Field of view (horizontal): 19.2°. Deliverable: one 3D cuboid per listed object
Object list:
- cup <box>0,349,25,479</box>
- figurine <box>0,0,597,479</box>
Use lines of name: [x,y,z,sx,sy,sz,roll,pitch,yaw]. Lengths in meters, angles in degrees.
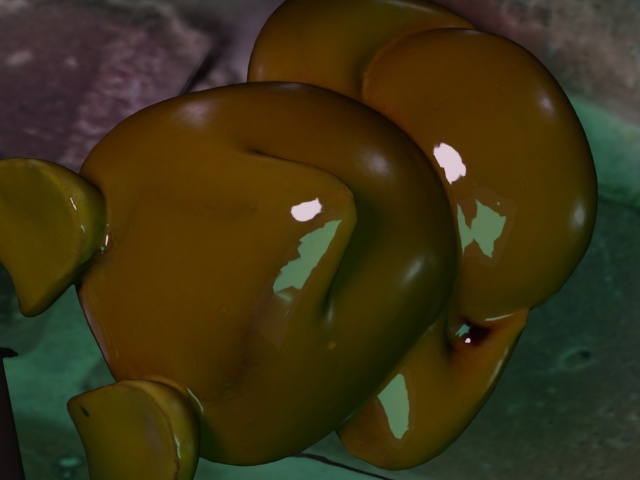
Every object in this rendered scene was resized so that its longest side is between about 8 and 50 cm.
cup: [-0.203,0.056,0.724,0.203,0.288,0.203,-6,130,-7]
figurine: [-0.002,0.000,0.781,0.215,0.215,0.228,-51,164,28]
